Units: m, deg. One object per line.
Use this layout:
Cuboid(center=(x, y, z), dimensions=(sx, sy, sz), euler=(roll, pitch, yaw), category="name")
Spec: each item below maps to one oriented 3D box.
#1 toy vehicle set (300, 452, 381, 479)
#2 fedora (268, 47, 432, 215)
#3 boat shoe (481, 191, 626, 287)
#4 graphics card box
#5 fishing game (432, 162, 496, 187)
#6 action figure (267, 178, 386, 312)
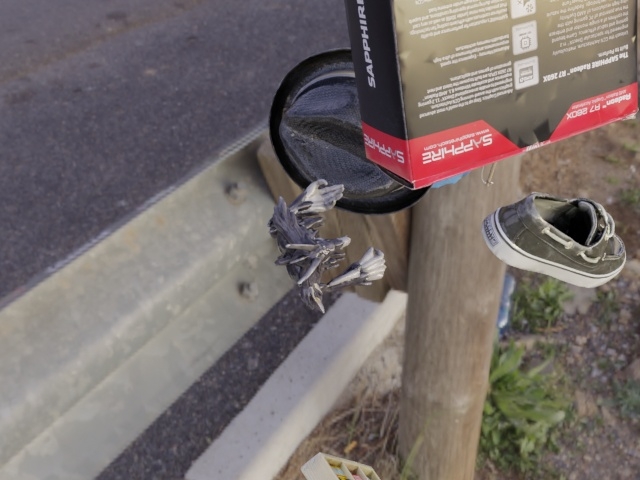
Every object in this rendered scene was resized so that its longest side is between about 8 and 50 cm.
Cuboid(center=(0.072, 0.390, 1.110), dimensions=(0.035, 0.267, 0.166), euler=(-39, 63, 2), category="toy vehicle set")
Cuboid(center=(0.048, -0.174, 1.365), dimensions=(0.334, 0.334, 0.152), euler=(8, 21, 14), category="fedora")
Cuboid(center=(0.259, -0.003, 0.793), dimensions=(0.219, 0.070, 0.077), euler=(7, 55, -41), category="boat shoe")
Cuboid(center=(0.128, -0.250, 0.606), dimensions=(0.233, 0.370, 0.094), euler=(-19, 27, -16), category="graphics card box")
Cuboid(center=(0.230, -0.186, 1.573), dimensions=(0.264, 0.189, 0.041), euler=(3, 45, 1), category="fishing game")
Cuboid(center=(0.000, 0.000, 1.089), dimensions=(0.141, 0.164, 0.275), euler=(-25, 6, -2), category="action figure")
